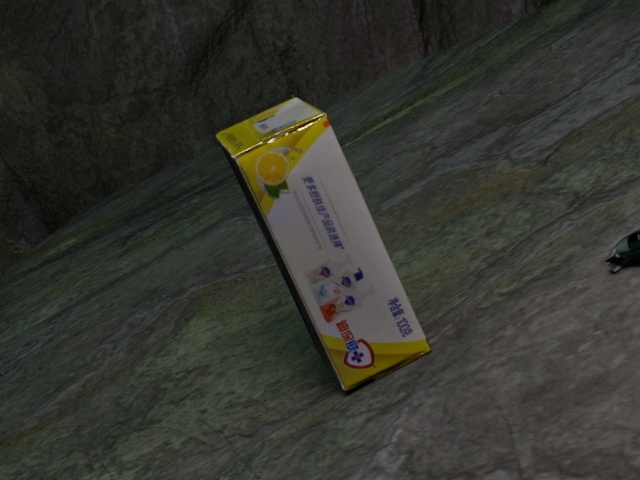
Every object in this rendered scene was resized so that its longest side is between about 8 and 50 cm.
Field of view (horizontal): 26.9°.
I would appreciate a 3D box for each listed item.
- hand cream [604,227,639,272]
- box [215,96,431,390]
[{"bbox_3d":[0.352,-0.005,1.161,0.075,0.052,0.248,-9,-2,-28],"label":"hand cream"},{"bbox_3d":[0.000,0.000,1.333,0.097,0.265,0.168,-26,13,-5],"label":"box"}]
